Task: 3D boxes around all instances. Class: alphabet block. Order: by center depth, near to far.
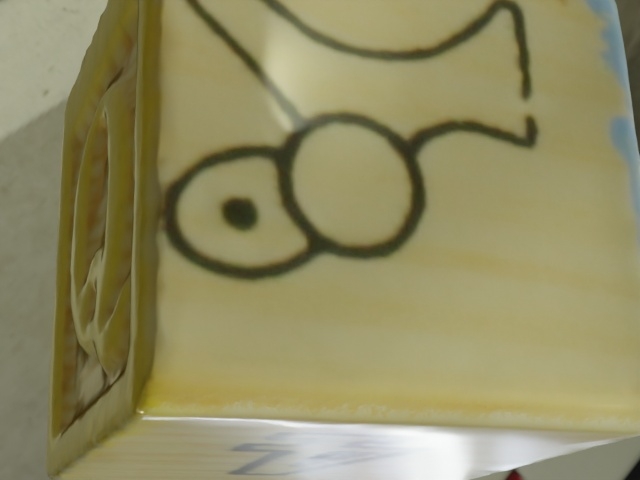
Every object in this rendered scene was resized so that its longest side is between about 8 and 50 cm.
[{"bbox_3d":[0.000,0.000,0.472,0.197,0.192,0.193,7,158,-20],"label":"alphabet block"}]
